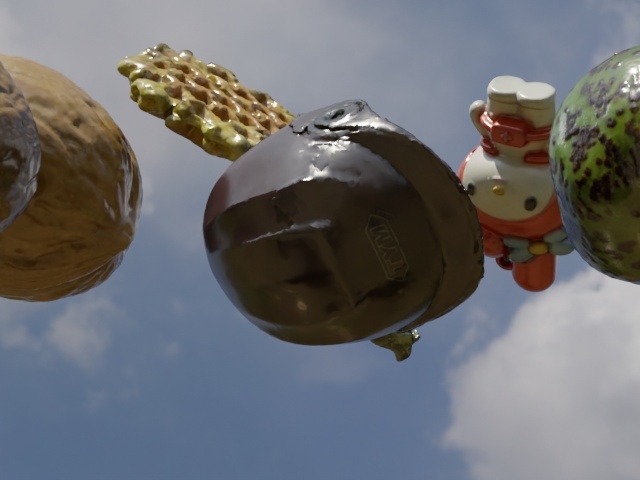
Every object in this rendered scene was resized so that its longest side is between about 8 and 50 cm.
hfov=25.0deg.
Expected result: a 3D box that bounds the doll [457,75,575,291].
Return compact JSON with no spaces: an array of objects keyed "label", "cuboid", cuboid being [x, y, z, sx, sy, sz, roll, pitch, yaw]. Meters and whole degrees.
[{"label":"doll","cuboid":[0.248,-0.064,1.806,0.161,0.130,0.290,14,-54,24]}]

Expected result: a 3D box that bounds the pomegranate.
[{"label":"pomegranate","cuboid":[0.346,-0.062,1.435,0.254,0.270,0.254,1,-44,1]}]

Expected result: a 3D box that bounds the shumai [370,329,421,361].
[{"label":"shumai","cuboid":[0.106,0.148,2.203,0.083,0.080,0.082,-31,-12,34]}]

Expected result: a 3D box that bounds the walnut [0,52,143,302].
[{"label":"walnut","cuboid":[-0.366,-0.070,1.732,0.333,0.332,0.332,11,-36,8]}]

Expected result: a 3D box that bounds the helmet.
[{"label":"helmet","cuboid":[0.000,0.000,1.362,0.305,0.177,0.225,2,-61,65]}]

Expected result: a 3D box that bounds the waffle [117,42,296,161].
[{"label":"waffle","cuboid":[-0.118,-0.157,1.820,0.282,0.301,0.058,32,-74,7]}]

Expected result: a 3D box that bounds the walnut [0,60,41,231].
[{"label":"walnut","cuboid":[-0.386,-0.090,1.401,0.228,0.228,0.228,11,-36,8]}]
